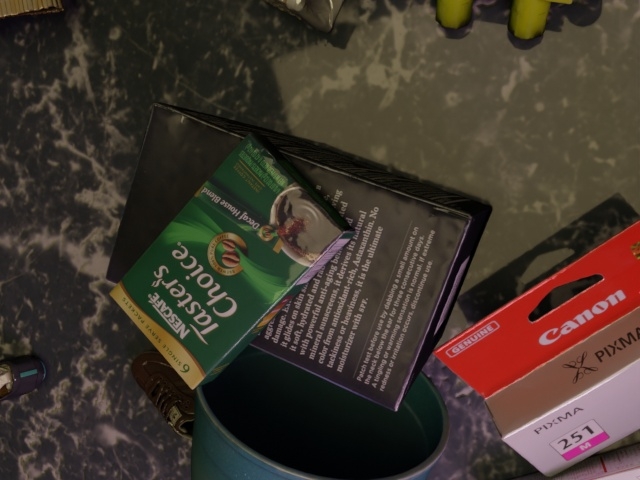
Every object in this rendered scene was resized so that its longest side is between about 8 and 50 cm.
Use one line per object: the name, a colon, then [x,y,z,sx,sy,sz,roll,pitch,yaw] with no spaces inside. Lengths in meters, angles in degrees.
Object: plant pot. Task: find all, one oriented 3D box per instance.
plant pot: [-0.023,0.267,0.751,0.272,0.271,0.255,20,113,13]

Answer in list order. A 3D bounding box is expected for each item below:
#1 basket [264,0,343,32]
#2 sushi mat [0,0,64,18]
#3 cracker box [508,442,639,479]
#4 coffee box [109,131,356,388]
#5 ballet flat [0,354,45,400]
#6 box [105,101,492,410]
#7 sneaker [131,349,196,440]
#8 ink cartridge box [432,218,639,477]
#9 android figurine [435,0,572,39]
basket: [-0.017,-0.345,0.770,0.103,0.113,0.167,28,101,16]
sushi mat: [-0.436,-0.422,0.866,0.151,0.019,0.316,-14,78,-6]
cracker box: [0.315,0.331,0.751,0.232,0.067,0.155,-22,89,17]
coffee box: [-0.073,0.019,0.538,0.184,0.040,0.113,-45,80,15]
ballet flat: [-0.495,0.214,0.965,0.203,0.074,0.074,-20,89,16]
box: [0.000,0.000,0.693,0.294,0.296,0.182,22,100,15]
sneaker: [-0.179,0.211,0.876,0.188,0.071,0.066,33,102,10]
ink cartridge box: [0.288,0.113,0.672,0.275,0.239,0.060,-36,40,15]
android figurine: [0.182,-0.325,0.653,0.248,0.273,0.056,14,57,13]
